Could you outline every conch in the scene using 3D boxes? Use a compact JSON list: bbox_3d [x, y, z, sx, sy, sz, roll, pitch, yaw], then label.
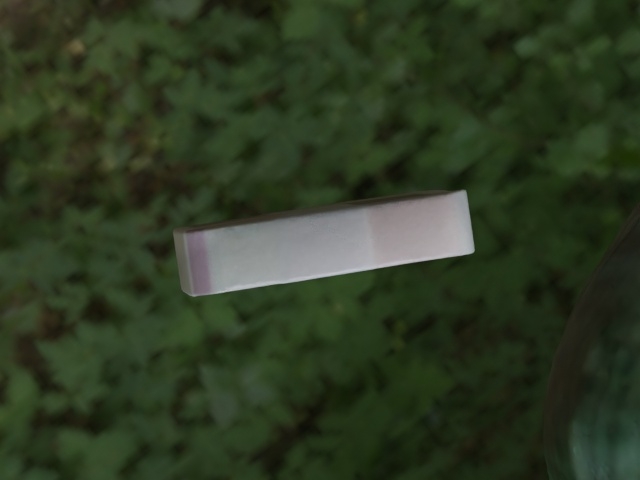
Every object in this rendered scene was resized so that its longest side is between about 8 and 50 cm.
[{"bbox_3d":[0.193,0.041,0.772,0.220,0.195,0.277,-51,-167,18],"label":"conch"}]

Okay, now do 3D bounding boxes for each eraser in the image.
[{"bbox_3d":[0.000,0.000,0.680,0.105,0.026,0.065,-9,-175,-9],"label":"eraser"}]
